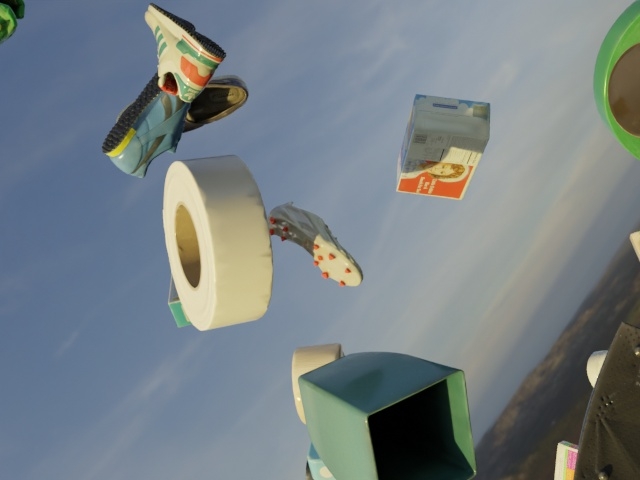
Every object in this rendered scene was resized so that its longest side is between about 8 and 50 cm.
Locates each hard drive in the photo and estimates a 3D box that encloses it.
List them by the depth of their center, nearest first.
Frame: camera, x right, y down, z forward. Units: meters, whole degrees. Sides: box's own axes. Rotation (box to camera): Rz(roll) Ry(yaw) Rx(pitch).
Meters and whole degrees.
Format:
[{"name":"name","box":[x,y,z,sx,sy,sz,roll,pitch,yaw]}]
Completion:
[{"name":"hard drive","box":[0.462,0.263,1.160,0.054,0.172,0.255,95,-162,-71]}]

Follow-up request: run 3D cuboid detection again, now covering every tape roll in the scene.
[{"name":"tape roll","box":[-0.176,0.002,1.350,0.100,0.286,0.286,-10,-38,-24]},{"name":"tape roll","box":[0.631,-0.277,1.371,0.077,0.321,0.321,-82,18,-66]}]

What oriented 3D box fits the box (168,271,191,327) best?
[{"name":"box","box":[-0.247,0.078,1.656,0.244,0.100,0.060,-103,-3,-63]}]

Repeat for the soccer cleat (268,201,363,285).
[{"name":"soccer cleat","box":[0.000,0.000,1.349,0.076,0.196,0.068,-42,-19,-39]}]

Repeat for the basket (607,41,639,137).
[{"name":"basket","box":[0.517,-0.211,1.113,0.226,0.204,0.154,-8,-16,-31]}]

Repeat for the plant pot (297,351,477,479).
[{"name":"plant pot","box":[0.075,0.257,1.169,0.165,0.234,0.166,-19,-72,-29]}]

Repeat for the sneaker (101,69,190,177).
[{"name":"sneaker","box":[-0.222,-0.184,1.176,0.082,0.069,0.209,39,-91,-35]}]

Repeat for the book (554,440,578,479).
[{"name":"book","box":[0.498,0.433,1.485,0.035,0.144,0.096,-8,-77,-39]}]

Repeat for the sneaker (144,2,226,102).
[{"name":"sneaker","box":[-0.166,-0.207,0.904,0.057,0.161,0.075,18,-72,-43]}]

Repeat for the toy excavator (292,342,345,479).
[{"name":"toy excavator","box":[0.050,0.319,1.549,0.433,0.222,0.445,-71,-31,-65]}]

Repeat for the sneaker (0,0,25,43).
[{"name":"sneaker","box":[-0.566,-0.390,1.387,0.123,0.295,0.109,-25,-51,-11]}]

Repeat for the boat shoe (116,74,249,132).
[{"name":"boat shoe","box":[-0.282,-0.274,1.677,0.285,0.103,0.092,-17,13,-9]}]

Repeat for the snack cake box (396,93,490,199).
[{"name":"snack cake box","box":[0.250,-0.188,1.689,0.264,0.152,0.089,97,180,-66]}]

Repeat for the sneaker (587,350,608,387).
[{"name":"sneaker","box":[0.601,0.304,1.439,0.123,0.290,0.106,-22,29,52]}]

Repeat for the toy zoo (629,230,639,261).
[{"name":"toy zoo","box":[0.682,0.027,1.315,0.293,0.192,0.030,-20,-19,11]}]
